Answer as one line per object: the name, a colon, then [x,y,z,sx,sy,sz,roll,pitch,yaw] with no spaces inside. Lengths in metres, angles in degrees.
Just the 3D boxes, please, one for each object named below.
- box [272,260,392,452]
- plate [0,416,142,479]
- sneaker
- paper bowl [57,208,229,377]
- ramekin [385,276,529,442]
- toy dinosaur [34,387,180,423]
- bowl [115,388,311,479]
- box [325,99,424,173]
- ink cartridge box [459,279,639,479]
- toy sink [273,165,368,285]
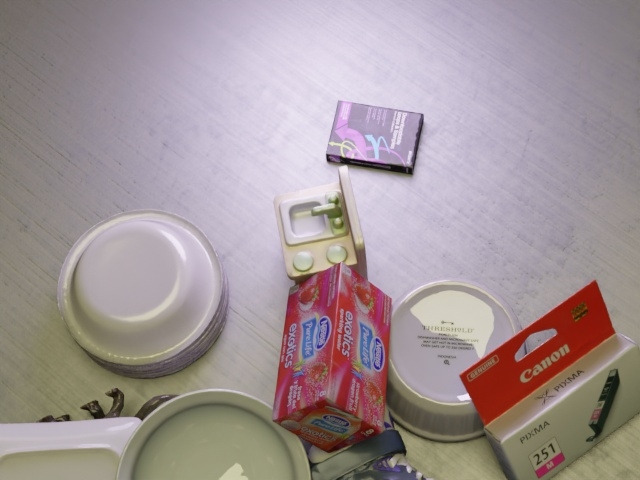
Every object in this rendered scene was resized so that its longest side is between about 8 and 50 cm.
box: [0.022,0.180,1.807,0.123,0.128,0.256,-27,40,36]
plate: [-0.406,0.419,1.791,0.278,0.045,0.277,0,89,-18]
sneaker: [0.137,0.363,1.825,0.323,0.130,0.236,-3,71,9]
paper bowl: [-0.303,0.080,1.967,0.284,0.148,0.284,-2,69,4]
ramekin: [0.212,0.185,1.897,0.273,0.127,0.272,-1,68,4]
toy dinosaur: [-0.365,0.342,1.896,0.314,0.121,0.160,-21,80,-10]
bowl: [-0.168,0.381,1.819,0.298,0.134,0.297,1,82,-6]
box: [0.100,-0.189,2.114,0.162,0.029,0.116,10,68,7]
ink cartridge box: [0.377,0.231,1.819,0.275,0.238,0.060,-34,32,-10]
toy sink: [0.000,0.000,1.932,0.131,0.234,0.152,-12,68,-1]
